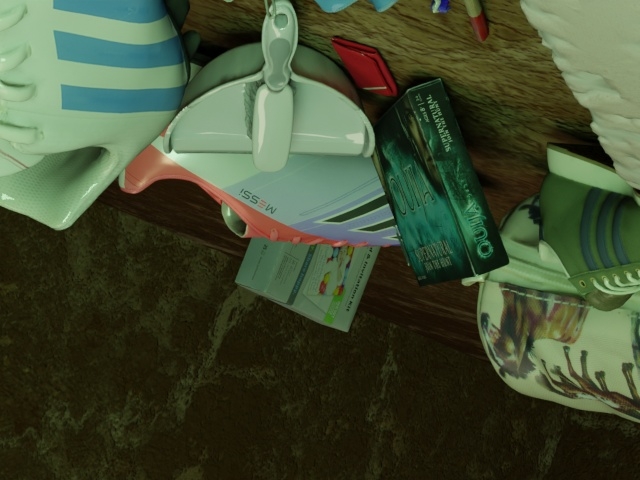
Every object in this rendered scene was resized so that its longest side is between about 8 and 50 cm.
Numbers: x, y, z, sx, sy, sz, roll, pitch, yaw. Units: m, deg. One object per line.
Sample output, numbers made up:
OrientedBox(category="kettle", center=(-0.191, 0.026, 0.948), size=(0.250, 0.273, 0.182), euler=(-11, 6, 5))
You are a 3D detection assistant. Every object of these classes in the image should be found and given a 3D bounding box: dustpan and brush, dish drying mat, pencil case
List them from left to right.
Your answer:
OrientedBox(category="dustpan and brush", center=(-0.030, -0.098, 0.843), size=(0.147, 0.060, 0.211), euler=(1, 146, -4))
OrientedBox(category="dish drying mat", center=(0.030, -0.110, 0.840), size=(0.032, 0.008, 0.083), euler=(19, 174, 16))
OrientedBox(category="pencil case", center=(0.273, 0.057, 0.827), size=(0.183, 0.160, 0.410), euler=(34, 167, -33))

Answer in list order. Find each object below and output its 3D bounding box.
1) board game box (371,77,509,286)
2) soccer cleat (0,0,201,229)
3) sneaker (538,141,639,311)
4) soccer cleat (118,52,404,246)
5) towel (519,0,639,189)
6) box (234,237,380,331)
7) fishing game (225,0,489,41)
OrientedBox(category="board game box", center=(0.074, -0.033, 0.899), size=(0.026, 0.126, 0.186), euler=(-20, 178, -8))
OrientedBox(category="soccer cleat", center=(-0.131, -0.105, 0.555), size=(0.116, 0.143, 0.331), euler=(26, 163, 16))
OrientedBox(category="sneaker", center=(0.186, 0.005, 0.765), size=(0.064, 0.086, 0.192), euler=(3, -163, -22))
OrientedBox(category="soccer cleat", center=(-0.010, -0.041, 1.033), size=(0.318, 0.116, 0.108), euler=(24, 180, -27))
OrientedBox(category="towel", center=(0.247, -0.047, 0.507), size=(0.317, 0.053, 0.332), euler=(18, 174, 25))
OrientedBox(category="box", center=(0.000, 0.000, 1.259), size=(0.038, 0.145, 0.186), euler=(18, 173, 28))
OrientedBox(category="fishing game", center=(-0.047, -0.146, 0.643), size=(0.264, 0.041, 0.189), euler=(18, 176, 13))
